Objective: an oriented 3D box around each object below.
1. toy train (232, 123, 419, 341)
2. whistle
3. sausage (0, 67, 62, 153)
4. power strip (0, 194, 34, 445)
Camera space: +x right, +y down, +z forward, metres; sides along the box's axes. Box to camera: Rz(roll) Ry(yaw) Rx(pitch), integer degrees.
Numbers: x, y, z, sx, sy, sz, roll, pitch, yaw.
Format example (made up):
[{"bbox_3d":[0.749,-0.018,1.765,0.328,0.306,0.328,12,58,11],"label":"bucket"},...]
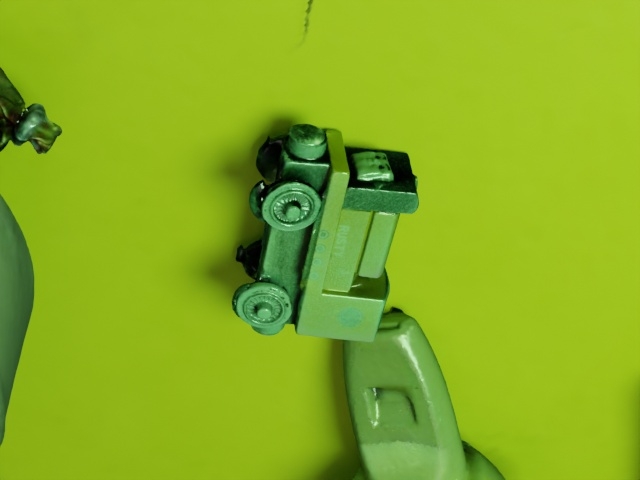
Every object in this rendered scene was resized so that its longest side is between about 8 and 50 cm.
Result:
[{"bbox_3d":[0.000,0.000,0.633,0.081,0.050,0.122,8,128,-9],"label":"toy train"},{"bbox_3d":[0.062,0.186,0.724,0.141,0.141,0.294,-13,125,13],"label":"whistle"},{"bbox_3d":[-0.293,-0.098,0.557,0.372,0.082,0.082,17,127,-11],"label":"sausage"},{"bbox_3d":[-0.293,0.054,0.565,0.358,0.161,0.357,5,146,3],"label":"power strip"}]
